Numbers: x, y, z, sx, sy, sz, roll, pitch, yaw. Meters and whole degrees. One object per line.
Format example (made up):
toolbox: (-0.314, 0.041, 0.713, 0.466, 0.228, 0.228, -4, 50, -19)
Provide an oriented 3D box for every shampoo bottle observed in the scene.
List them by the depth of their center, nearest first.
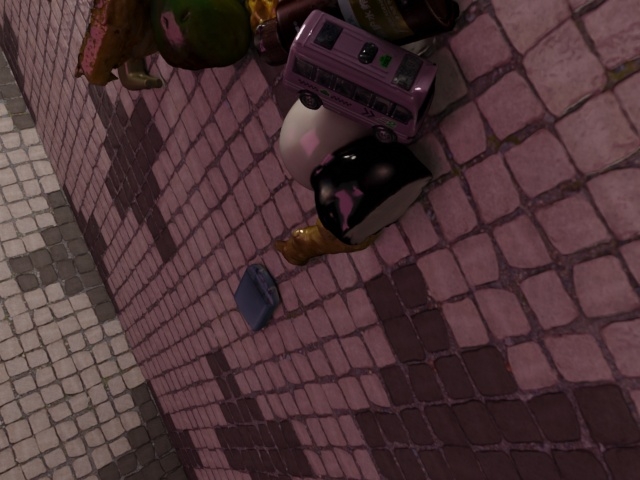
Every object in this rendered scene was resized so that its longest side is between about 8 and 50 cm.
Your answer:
shampoo bottle: (0.030, -0.314, 0.826, 0.323, 0.084, 0.129, 2, 139, 46)

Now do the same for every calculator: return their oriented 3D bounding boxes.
calculator: (-0.162, 0.144, 1.453, 0.121, 0.039, 0.210, 57, 146, 19)

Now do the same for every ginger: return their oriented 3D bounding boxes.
ginger: (-0.001, 0.003, 1.096, 0.299, 0.118, 0.065, -27, 48, 62)

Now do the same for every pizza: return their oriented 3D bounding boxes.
pizza: (-0.342, -0.459, 1.114, 0.080, 0.392, 0.435, 25, 148, -4)

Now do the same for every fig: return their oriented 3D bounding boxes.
fig: (-0.228, -0.401, 1.087, 0.181, 0.181, 0.191, 29, 158, 44)

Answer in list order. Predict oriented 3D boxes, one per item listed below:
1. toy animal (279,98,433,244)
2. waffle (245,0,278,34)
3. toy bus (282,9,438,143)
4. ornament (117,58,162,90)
toy animal: (0.039, -0.125, 0.897, 0.235, 0.165, 0.187, 58, 141, 19)
waffle: (-0.058, -0.426, 0.965, 0.291, 0.051, 0.291, 34, 134, 44)
toy bus: (0.056, -0.218, 0.781, 0.199, 0.096, 0.108, 25, 155, 2)
ornament: (-0.515, -0.516, 1.557, 0.245, 0.061, 0.230, 17, 120, 46)
